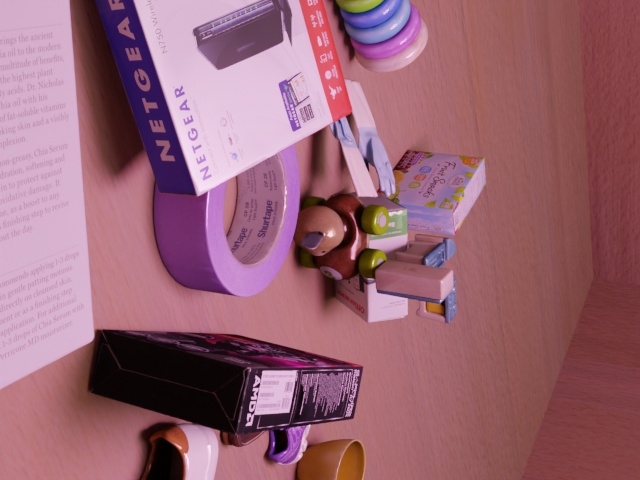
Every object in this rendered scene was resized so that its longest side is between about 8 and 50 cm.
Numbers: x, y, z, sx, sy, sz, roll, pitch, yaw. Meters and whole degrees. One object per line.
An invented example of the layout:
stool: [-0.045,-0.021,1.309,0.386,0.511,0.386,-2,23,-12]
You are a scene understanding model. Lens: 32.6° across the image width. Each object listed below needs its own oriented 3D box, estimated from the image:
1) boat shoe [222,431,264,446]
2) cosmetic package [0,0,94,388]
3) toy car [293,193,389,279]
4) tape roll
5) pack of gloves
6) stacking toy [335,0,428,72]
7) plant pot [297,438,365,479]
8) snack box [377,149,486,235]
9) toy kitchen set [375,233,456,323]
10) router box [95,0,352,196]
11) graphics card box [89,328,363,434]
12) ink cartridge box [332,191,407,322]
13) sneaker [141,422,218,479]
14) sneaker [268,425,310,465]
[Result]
boat shoe: [-0.085,0.266,1.804,0.207,0.073,0.073,-50,140,-47]
cosmetic package: [-0.358,-0.090,1.030,0.230,0.161,0.453,-28,122,-60]
toy car: [0.000,0.000,1.833,0.188,0.155,0.149,-9,105,-54]
tape roll: [-0.130,-0.059,1.602,0.275,0.090,0.275,7,90,-65]
pack of gloves: [0.053,-0.177,1.956,0.195,0.046,0.232,-5,73,-62]
stacking toy: [0.074,-0.446,1.892,0.330,0.141,0.141,56,47,-48]
plant pot: [0.013,0.426,2.022,0.134,0.095,0.134,-25,118,-61]
snack box: [0.225,-0.100,2.234,0.207,0.174,0.070,-53,143,-45]
toy kitchen set: [0.195,0.097,1.906,0.207,0.122,0.166,-37,129,-54]
router box: [-0.123,-0.267,1.412,0.301,0.082,0.335,-34,117,-38]
graphics card box: [-0.117,0.192,1.528,0.371,0.232,0.094,10,91,-64]
ink cartridge box: [0.090,0.027,1.999,0.087,0.153,0.208,-10,109,-22]
sneaker: [-0.218,0.404,1.542,0.123,0.106,0.290,14,74,-58]
sneaker: [-0.049,0.306,1.898,0.071,0.068,0.170,24,76,-58]
